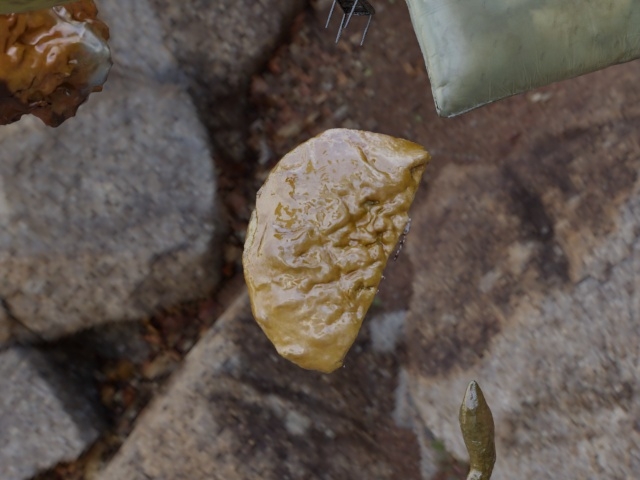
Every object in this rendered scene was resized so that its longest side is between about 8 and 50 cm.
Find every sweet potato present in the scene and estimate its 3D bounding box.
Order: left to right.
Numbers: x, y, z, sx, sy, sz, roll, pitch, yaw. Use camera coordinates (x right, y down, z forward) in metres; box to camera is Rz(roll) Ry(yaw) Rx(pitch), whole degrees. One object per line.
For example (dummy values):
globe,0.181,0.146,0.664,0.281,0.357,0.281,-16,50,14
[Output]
sweet potato,0.164,0.214,1.506,0.041,0.153,0.038,6,23,12

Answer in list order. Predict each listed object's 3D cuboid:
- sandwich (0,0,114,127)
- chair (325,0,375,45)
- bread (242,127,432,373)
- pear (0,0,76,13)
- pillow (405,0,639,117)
sandwich,-0.264,-0.199,1.006,0.301,0.250,0.162,35,80,8
chair,0.033,-0.237,1.410,0.037,0.042,0.086,9,75,29
bread,0.000,0.000,1.336,0.139,0.143,0.229,23,88,0
pear,-0.097,-0.199,0.350,0.294,0.294,0.294,-17,52,22
pillow,0.229,-0.252,1.517,0.302,0.185,0.075,-18,-2,-21
